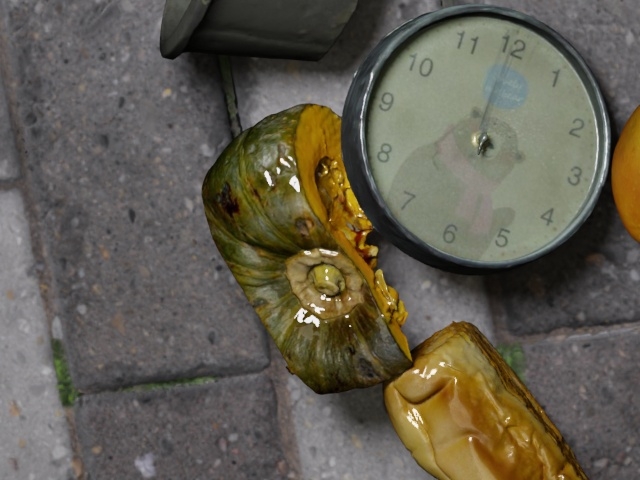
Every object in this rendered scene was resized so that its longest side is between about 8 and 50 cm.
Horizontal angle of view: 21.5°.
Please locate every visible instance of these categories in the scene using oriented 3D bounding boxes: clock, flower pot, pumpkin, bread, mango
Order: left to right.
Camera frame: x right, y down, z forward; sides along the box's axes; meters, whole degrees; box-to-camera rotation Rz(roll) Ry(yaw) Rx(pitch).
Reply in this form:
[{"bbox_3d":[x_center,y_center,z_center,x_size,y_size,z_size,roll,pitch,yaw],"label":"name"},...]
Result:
[{"bbox_3d":[-0.045,-0.281,1.705,0.166,0.269,0.269,21,104,-16],"label":"flower pot"},{"bbox_3d":[-0.001,0.000,1.751,0.139,0.190,0.281,-24,104,25],"label":"pumpkin"},{"bbox_3d":[0.161,-0.104,1.706,0.280,0.055,0.281,1,85,-12],"label":"clock"},{"bbox_3d":[0.186,0.227,1.756,0.132,0.167,0.294,-39,90,15],"label":"bread"},{"bbox_3d":[0.382,-0.108,1.689,0.138,0.113,0.253,37,97,30],"label":"mango"}]
